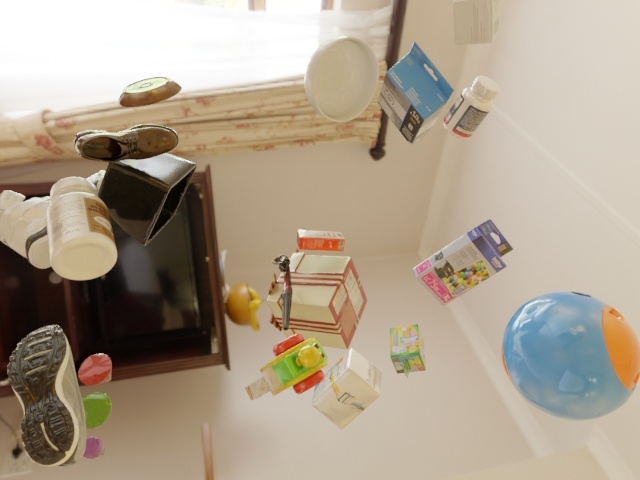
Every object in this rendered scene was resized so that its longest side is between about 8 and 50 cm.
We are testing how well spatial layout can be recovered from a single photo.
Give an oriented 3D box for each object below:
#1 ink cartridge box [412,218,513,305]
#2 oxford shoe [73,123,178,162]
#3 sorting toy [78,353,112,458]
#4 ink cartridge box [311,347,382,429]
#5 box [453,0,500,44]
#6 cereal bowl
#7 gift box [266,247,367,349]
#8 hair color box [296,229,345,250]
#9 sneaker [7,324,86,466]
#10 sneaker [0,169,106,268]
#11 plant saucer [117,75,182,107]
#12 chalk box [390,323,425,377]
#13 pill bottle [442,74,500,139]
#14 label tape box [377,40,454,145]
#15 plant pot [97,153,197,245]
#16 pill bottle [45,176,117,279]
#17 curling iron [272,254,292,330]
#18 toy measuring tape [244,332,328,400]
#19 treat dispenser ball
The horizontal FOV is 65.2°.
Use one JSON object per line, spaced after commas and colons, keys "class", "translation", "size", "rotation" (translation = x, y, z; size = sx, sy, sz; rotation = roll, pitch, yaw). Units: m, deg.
{"class": "ink cartridge box", "translation": [0.493, 0.080, 1.701], "size": [0.186, 0.311, 0.065], "rotation": [43, 18, -30]}
{"class": "oxford shoe", "translation": [-0.433, -0.212, 1.140], "size": [0.096, 0.227, 0.082], "rotation": [39, -43, 53]}
{"class": "sorting toy", "translation": [-0.799, 0.604, 1.816], "size": [0.126, 0.127, 0.365], "rotation": [84, -6, -58]}
{"class": "ink cartridge box", "translation": [0.107, 0.588, 1.999], "size": [0.232, 0.168, 0.171], "rotation": [-48, -175, 18]}
{"class": "box", "translation": [0.367, -0.523, 1.169], "size": [0.101, 0.087, 0.101], "rotation": [-51, 138, -43]}
{"class": "cereal bowl", "translation": [0.068, -0.663, 2.045], "size": [0.141, 0.339, 0.338], "rotation": [35, -47, 44]}
{"class": "gift box", "translation": [-0.020, 0.177, 1.654], "size": [0.255, 0.258, 0.276], "rotation": [-58, 139, -44]}
{"class": "hair color box", "translation": [0.000, 0.000, 1.563], "size": [0.072, 0.141, 0.043], "rotation": [-110, -156, -68]}
{"class": "sneaker", "translation": [-0.485, 0.278, 0.902], "size": [0.108, 0.100, 0.271], "rotation": [91, -23, -56]}
{"class": "sneaker", "translation": [-0.774, -0.101, 1.443], "size": [0.137, 0.210, 0.365], "rotation": [112, 2, -52]}
{"class": "plant saucer", "translation": [-0.524, -0.459, 1.522], "size": [0.198, 0.199, 0.036], "rotation": [-114, -170, -53]}
{"class": "chalk box", "translation": [0.385, 0.495, 2.200], "size": [0.213, 0.132, 0.132], "rotation": [-83, 156, -48]}
{"class": "pill bottle", "translation": [0.475, -0.417, 1.568], "size": [0.180, 0.108, 0.108], "rotation": [121, -36, -43]}
{"class": "label tape box", "translation": [0.348, -0.546, 1.902], "size": [0.240, 0.106, 0.333], "rotation": [55, -10, 10]}
{"class": "plant pot", "translation": [-0.453, -0.132, 1.279], "size": [0.188, 0.167, 0.187], "rotation": [-58, -173, 27]}
{"class": "pill bottle", "translation": [-0.542, -0.034, 1.126], "size": [0.131, 0.131, 0.229], "rotation": [98, -29, -46]}
{"class": "curling iron", "translation": [-0.108, 0.147, 1.444], "size": [0.035, 0.068, 0.274], "rotation": [-37, -142, 28]}
{"class": "toy measuring tape", "translation": [-0.066, 0.276, 1.069], "size": [0.330, 0.121, 0.121], "rotation": [132, -47, -55]}
{"class": "treat dispenser ball", "translation": [0.566, 0.260, 1.146], "size": [0.288, 0.288, 0.288], "rotation": [174, -90, -77]}
